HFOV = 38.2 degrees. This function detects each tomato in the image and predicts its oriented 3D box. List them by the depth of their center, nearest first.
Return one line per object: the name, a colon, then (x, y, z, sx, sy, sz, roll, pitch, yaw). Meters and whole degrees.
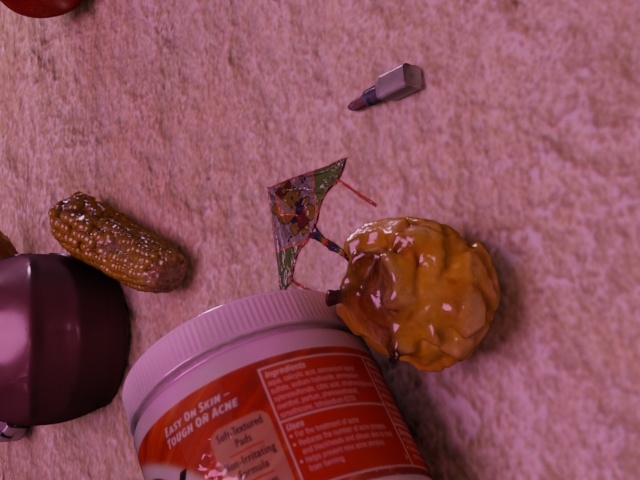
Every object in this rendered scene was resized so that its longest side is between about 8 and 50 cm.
tomato: (-0.457, -0.454, 1.504, 0.187, 0.151, 0.187, -12, 75, 53)

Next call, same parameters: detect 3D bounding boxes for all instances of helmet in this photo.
helmet: (-0.458, 0.147, 1.373, 0.338, 0.197, 0.271, -3, 84, 28)

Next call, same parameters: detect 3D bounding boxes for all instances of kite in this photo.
kite: (0.000, 0.000, 1.044, 0.244, 0.006, 0.198, 41, 116, 43)

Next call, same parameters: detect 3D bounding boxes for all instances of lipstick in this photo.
lipstick: (0.063, -0.156, 0.973, 0.107, 0.025, 0.025, -19, 72, 54)

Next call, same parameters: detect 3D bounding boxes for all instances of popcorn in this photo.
popcorn: (0.086, 0.048, 0.850, 0.167, 0.152, 0.148, -14, 95, 57)

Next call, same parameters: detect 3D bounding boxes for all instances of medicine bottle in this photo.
medicine bottle: (-0.038, 0.213, 0.882, 0.252, 0.252, 0.241, -50, 51, 34)

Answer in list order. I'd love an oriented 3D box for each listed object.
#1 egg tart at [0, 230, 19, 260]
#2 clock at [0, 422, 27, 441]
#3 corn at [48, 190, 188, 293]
egg tart: (-0.630, 0.086, 1.547, 0.118, 0.288, 0.288, 33, 111, 57)
clock: (-0.565, 0.278, 1.610, 0.176, 0.080, 0.117, 9, 93, 51)
corn: (-0.297, 0.003, 1.321, 0.320, 0.097, 0.097, 23, 104, 45)
